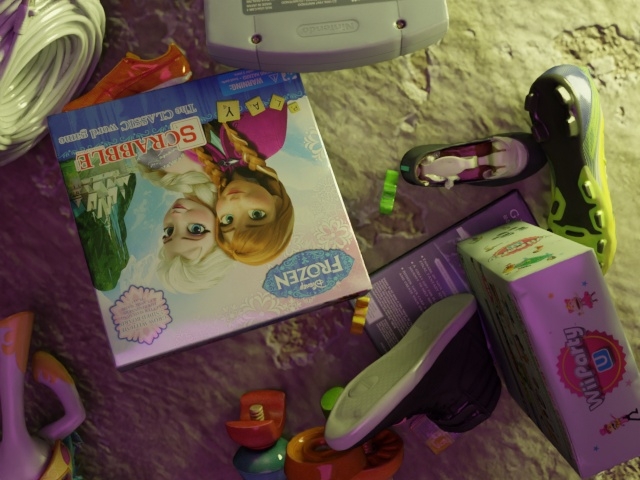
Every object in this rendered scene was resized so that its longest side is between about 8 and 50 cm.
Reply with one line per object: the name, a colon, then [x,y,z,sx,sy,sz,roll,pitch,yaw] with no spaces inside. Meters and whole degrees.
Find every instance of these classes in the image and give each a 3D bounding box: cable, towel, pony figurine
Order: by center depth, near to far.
cable: [-0.359,-0.207,0.967,0.089,0.257,0.257,35,97,1]
pony figurine: [-0.438,0.319,1.045,0.351,0.303,0.363,-23,80,0]
towel: [0.174,0.257,1.148,0.083,0.009,0.060,-37,95,5]

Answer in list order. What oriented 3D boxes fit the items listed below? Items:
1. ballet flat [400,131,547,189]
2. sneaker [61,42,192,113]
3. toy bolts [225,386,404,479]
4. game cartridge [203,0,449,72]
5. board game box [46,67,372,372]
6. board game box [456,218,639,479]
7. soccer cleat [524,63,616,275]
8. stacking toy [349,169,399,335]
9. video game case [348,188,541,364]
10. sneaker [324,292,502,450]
ballet flat: [0.207,-0.101,1.073,0.203,0.074,0.074,-6,97,0]
sneaker: [-0.256,-0.203,1.063,0.175,0.064,0.067,-27,98,-13]
toy bolts: [-0.015,0.302,1.072,0.228,0.218,0.158,-3,107,19]
game cartridge: [0.003,-0.307,1.019,0.297,0.062,0.198,-5,76,1]
board game box: [-0.136,-0.039,1.006,0.318,0.066,0.318,-17,80,-11]
board game box: [0.261,0.107,0.957,0.097,0.303,0.224,-22,97,2]
soccer cleat: [0.344,-0.088,1.064,0.121,0.093,0.289,-29,110,-39]
stacking toy: [0.000,0.000,1.089,0.167,0.052,0.221,13,88,4]
video game case: [0.196,0.082,1.119,0.274,0.026,0.196,-31,96,3]
sneaker: [0.131,0.199,1.010,0.295,0.104,0.147,-37,105,-39]
